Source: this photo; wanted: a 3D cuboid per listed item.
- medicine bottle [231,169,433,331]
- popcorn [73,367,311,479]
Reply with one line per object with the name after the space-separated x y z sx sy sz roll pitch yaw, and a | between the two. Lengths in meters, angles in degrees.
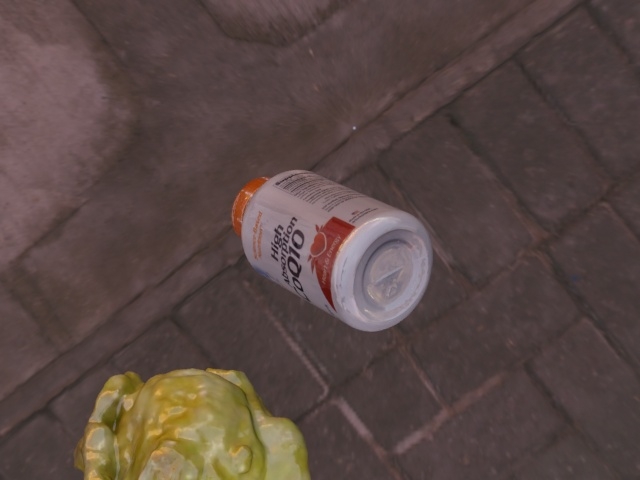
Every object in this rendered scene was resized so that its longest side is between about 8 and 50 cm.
0.000 0.000 1.495 0.157 0.288 0.157 -15 116 -34 | medicine bottle
-0.184 0.318 1.523 0.312 0.312 0.312 0 96 2 | popcorn
